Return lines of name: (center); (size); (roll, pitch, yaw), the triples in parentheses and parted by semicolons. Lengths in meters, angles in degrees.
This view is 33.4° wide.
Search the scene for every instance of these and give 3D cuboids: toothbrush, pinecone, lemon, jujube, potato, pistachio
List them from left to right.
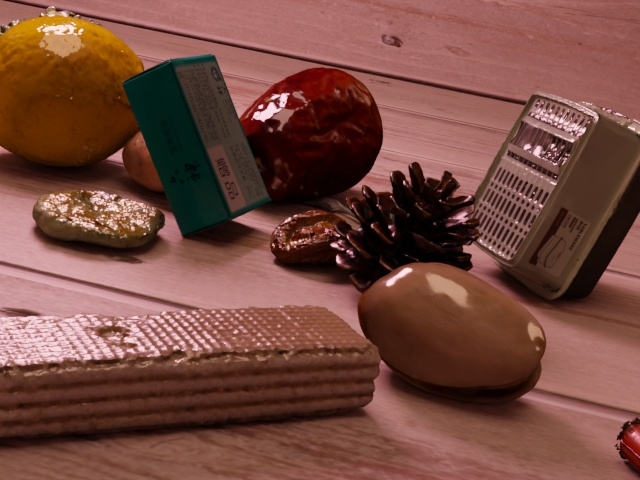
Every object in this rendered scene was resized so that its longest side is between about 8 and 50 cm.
lemon: (-0.421, -0.243, 1.770); (0.310, 0.254, 0.253); (0, 19, -40)
potato: (-0.249, -0.131, 1.728); (0.118, 0.109, 0.178); (4, 4, -38)
jujube: (-0.023, -0.175, 1.838); (0.223, 0.223, 0.318); (19, 28, 26)
toothbrush: (0.092, -0.023, 1.737); (0.025, 0.019, 0.275); (-13, 28, -40)
pinecone: (0.120, -0.011, 1.428); (0.207, 0.208, 0.208); (9, 17, -3)
pistachio: (0.143, 0.103, 1.188); (0.215, 0.144, 0.144); (24, 21, 21)

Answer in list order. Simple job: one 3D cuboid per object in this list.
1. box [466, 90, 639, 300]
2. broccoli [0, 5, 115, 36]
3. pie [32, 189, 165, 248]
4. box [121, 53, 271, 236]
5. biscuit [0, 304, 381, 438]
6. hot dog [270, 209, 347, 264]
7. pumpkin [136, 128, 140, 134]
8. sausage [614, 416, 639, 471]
box: (0.359, -0.069, 1.593); (0.166, 0.291, 0.220); (25, 9, -28)
broccoli: (-0.504, -0.316, 2.004); (0.288, 0.235, 0.260); (-24, 8, 16)
pie: (-0.309, -0.029, 1.490); (0.186, 0.041, 0.187); (10, 17, -3)
box: (-0.180, -0.144, 1.582); (0.092, 0.245, 0.153); (-19, 4, 24)
biscuit: (-0.154, 0.121, 1.039); (0.426, 0.079, 0.144); (1, 18, -30)
hot dog: (-0.001, 0.001, 1.534); (0.147, 0.065, 0.099); (3, 28, -27)
pumpkin: (-0.249, -0.211, 1.961); (0.131, 0.126, 0.248); (-7, 25, -39)
sausage: (0.344, 0.228, 1.035); (0.048, 0.050, 0.145); (-1, 21, -18)
